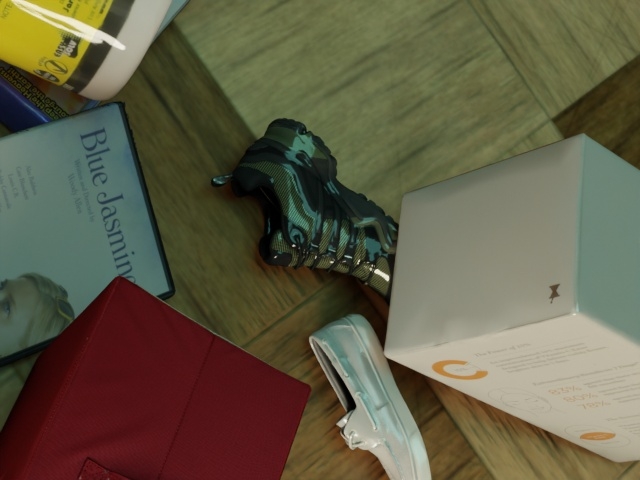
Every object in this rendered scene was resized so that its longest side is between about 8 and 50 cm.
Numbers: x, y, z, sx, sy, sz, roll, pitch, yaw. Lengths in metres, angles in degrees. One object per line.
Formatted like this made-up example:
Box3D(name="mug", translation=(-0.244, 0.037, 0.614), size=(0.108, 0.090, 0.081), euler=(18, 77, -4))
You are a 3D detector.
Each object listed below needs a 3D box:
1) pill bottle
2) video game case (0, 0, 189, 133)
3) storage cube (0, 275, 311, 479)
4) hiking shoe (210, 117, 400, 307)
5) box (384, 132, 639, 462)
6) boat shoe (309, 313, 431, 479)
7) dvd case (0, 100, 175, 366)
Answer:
Box3D(name="pill bottle", translation=(-0.283, -0.258, 1.119), size=(0.334, 0.188, 0.188), euler=(24, 62, -18))
Box3D(name="video game case", translation=(-0.270, -0.247, 1.269), size=(0.269, 0.061, 0.244), euler=(41, 58, -9))
Box3D(name="storage cube", translation=(-0.150, 0.178, 1.091), size=(0.184, 0.215, 0.193), euler=(31, 53, -15))
Box3D(name="hiking shoe", translation=(0.000, 0.000, 1.325), size=(0.114, 0.086, 0.227), euler=(-42, 91, -17))
Box3D(name="box", translation=(0.259, 0.069, 1.301), size=(0.345, 0.215, 0.168), euler=(27, 60, -36))
Box3D(name="boat shoe", translation=(0.044, 0.158, 1.290), size=(0.063, 0.066, 0.184), euler=(-19, 84, -19))
Box3D(name="dvd case", translation=(-0.250, 0.004, 1.172), size=(0.253, 0.022, 0.180), euler=(-23, 105, -33))
